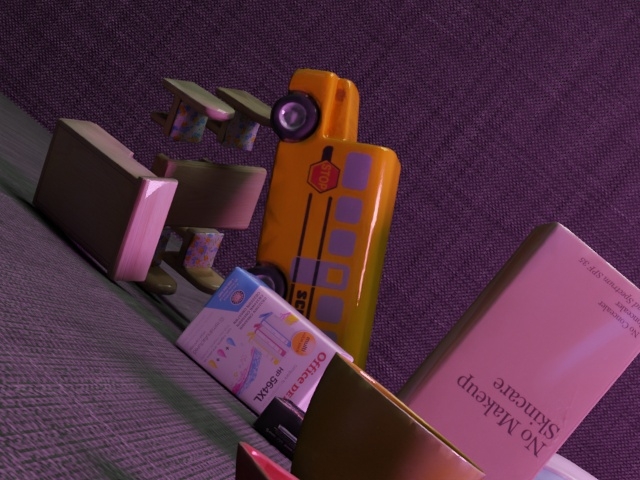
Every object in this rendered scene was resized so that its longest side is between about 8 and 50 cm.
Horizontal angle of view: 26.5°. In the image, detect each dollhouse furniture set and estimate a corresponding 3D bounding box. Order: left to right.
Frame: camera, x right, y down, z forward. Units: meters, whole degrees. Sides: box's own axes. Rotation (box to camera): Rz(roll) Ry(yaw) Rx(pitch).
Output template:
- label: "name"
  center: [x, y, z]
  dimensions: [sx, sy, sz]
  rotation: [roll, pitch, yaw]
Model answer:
- label: "dollhouse furniture set"
  center: [-0.145, -0.040, 1.412]
  dimensions: [0.242, 0.212, 0.161]
  rotation: [2, 25, -45]

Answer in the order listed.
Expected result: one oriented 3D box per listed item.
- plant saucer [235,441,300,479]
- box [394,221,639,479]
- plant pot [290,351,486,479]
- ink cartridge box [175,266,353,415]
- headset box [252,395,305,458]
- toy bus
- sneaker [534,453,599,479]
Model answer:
- label: "plant saucer"
  center: [0.082, 0.216, 0.581]
  dimensions: [0.259, 0.048, 0.258]
  rotation: [39, -1, -28]
- label: "box"
  center: [0.174, 0.145, 1.319]
  dimensions: [0.148, 0.311, 0.121]
  rotation: [39, -2, 1]
- label: "plant pot"
  center: [0.034, 0.156, 0.945]
  dimensions: [0.134, 0.095, 0.134]
  rotation: [39, -1, 1]
- label: "ink cartridge box"
  center: [-0.042, 0.106, 1.237]
  dimensions: [0.143, 0.092, 0.090]
  rotation: [38, -1, 12]
- label: "headset box"
  center: [-0.018, 0.161, 1.125]
  dimensions: [0.062, 0.032, 0.083]
  rotation: [38, -1, 12]
- label: "toy bus"
  center: [0.000, 0.000, 1.391]
  dimensions: [0.130, 0.333, 0.108]
  rotation: [9, -8, 10]
- label: "sneaker"
  center: [0.230, 0.308, 1.379]
  dimensions: [0.365, 0.135, 0.150]
  rotation: [17, 21, 31]
